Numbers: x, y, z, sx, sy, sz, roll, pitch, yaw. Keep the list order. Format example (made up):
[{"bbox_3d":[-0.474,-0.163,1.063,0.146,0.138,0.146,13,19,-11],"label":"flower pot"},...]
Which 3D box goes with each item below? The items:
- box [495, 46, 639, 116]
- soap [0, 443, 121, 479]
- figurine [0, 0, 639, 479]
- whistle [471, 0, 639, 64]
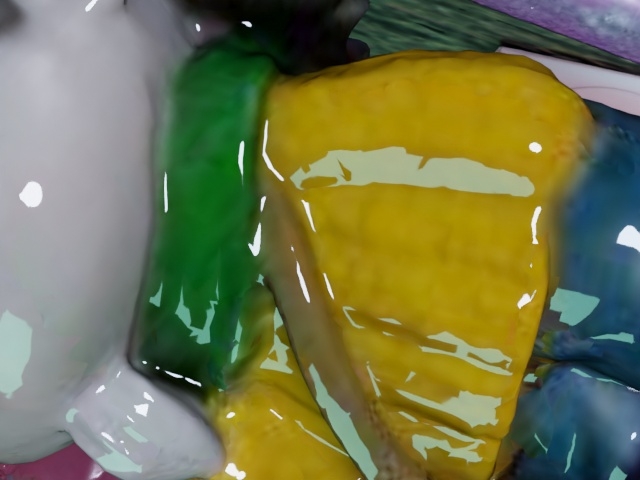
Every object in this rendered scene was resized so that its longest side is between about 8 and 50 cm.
[{"bbox_3d":[0.098,-0.022,0.658,0.089,0.043,0.125,14,172,10],"label":"box"},{"bbox_3d":[-0.155,-0.024,0.651,0.112,0.182,0.289,6,135,57],"label":"soap"},{"bbox_3d":[-0.038,-0.014,0.504,0.332,0.204,0.185,4,135,-8],"label":"figurine"},{"bbox_3d":[0.030,-0.075,0.460,0.176,0.033,0.033,17,172,-16],"label":"whistle"}]
